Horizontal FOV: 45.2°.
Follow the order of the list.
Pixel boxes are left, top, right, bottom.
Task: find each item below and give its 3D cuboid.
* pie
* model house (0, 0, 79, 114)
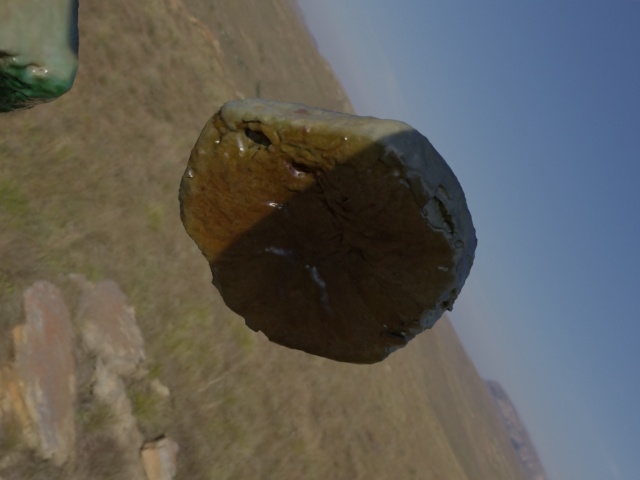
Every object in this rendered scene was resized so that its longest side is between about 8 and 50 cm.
[{"bbox_3d":[0.000,0.000,0.487,0.195,0.195,0.046,62,34,-18],"label":"pie"},{"bbox_3d":[-0.475,-0.280,0.869,0.280,0.312,0.245,1,89,-50],"label":"model house"}]
